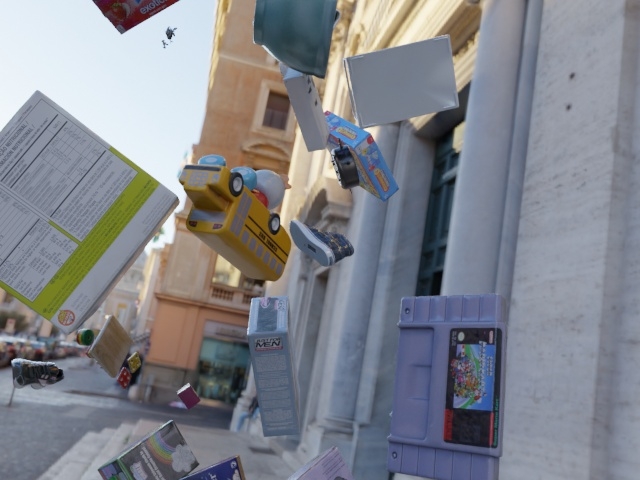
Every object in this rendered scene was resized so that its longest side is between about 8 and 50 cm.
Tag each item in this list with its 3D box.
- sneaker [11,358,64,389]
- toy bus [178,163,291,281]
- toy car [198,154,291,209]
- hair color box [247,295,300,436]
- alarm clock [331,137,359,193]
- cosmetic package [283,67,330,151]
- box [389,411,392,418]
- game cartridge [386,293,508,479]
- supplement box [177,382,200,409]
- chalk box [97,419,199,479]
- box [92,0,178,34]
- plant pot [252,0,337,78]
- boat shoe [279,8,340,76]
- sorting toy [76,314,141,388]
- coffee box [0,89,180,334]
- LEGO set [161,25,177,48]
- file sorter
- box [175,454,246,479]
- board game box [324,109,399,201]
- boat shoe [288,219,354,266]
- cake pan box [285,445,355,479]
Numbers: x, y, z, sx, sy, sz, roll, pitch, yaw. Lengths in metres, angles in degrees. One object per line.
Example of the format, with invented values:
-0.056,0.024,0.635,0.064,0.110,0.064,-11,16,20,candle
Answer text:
-0.675,0.314,1.498,0.077,0.071,0.178,-14,-13,-3,sneaker
-0.181,-0.034,1.334,0.108,0.130,0.332,8,-21,27,toy bus
-0.190,-0.134,1.704,0.210,0.219,0.238,24,39,31,toy car
-0.130,0.368,1.822,0.114,0.374,0.185,-4,27,0,hair color box
0.075,-0.206,1.883,0.064,0.129,0.192,-20,-37,0,alarm clock
-0.035,-0.380,1.780,0.061,0.098,0.239,-5,-49,19,cosmetic package
0.355,0.532,1.942,0.087,0.169,0.290,36,1,42,box
0.247,0.281,1.214,0.230,0.354,0.068,-9,-24,44,game cartridge
-0.368,0.434,1.740,0.055,0.043,0.083,56,-15,-2,supplement box
-0.423,0.547,1.467,0.213,0.132,0.132,-29,-5,-46,chalk box
-0.426,-0.641,1.540,0.257,0.128,0.122,-22,-46,18,box
-0.063,-0.566,1.563,0.196,0.292,0.293,8,-12,-3,plant pot
-0.028,-0.594,1.855,0.096,0.277,0.098,8,-26,44,boat shoe
-0.613,0.312,1.808,0.046,0.132,0.274,-2,-44,19,sorting toy
-0.533,-0.056,1.314,0.334,0.338,0.338,38,-7,-10,coffee box
-0.445,-0.593,1.809,0.023,0.054,0.083,4,-43,-41,LEGO set
0.213,-0.443,1.733,0.278,0.192,0.173,-13,19,-2,file sorter
-0.223,0.518,1.213,0.037,0.136,0.225,-25,-14,32,box
0.138,-0.332,2.446,0.302,0.086,0.308,40,-11,48,board game box
0.000,0.000,1.526,0.083,0.065,0.183,-19,41,-30,boat shoe
0.005,0.520,1.060,0.070,0.245,0.267,-37,-10,29,cake pan box
